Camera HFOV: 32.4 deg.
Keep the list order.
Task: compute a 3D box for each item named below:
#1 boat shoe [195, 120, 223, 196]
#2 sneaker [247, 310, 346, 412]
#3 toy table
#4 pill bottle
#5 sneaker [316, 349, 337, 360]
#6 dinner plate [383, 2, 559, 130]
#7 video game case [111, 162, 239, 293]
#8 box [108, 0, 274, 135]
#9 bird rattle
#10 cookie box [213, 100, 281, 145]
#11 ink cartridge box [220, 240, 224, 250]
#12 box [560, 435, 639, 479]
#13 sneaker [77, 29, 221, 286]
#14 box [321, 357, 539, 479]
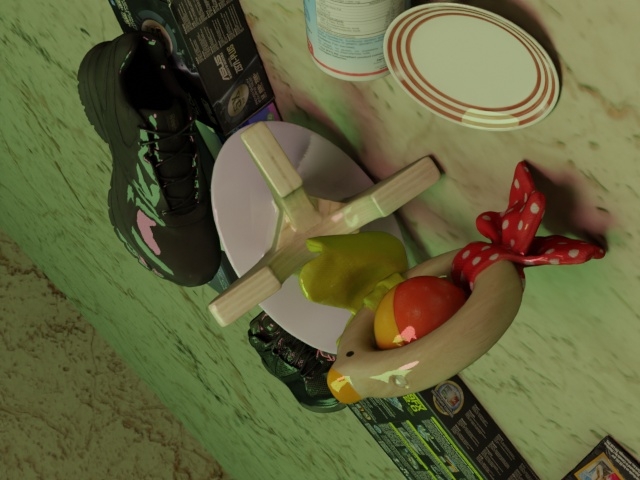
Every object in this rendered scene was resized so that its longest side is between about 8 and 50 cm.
[{"bbox_3d":[-0.187,-0.127,1.347,0.319,0.099,0.116,57,170,34],"label":"boat shoe"},{"bbox_3d":[-0.038,0.176,1.671,0.227,0.087,0.130,33,161,51],"label":"sneaker"},{"bbox_3d":[0.000,0.000,1.104,0.274,0.252,0.161,45,177,-7],"label":"toy table"},{"bbox_3d":[0.028,-0.205,0.856,0.087,0.087,0.160,40,157,26],"label":"pill bottle"},{"bbox_3d":[0.022,0.156,1.553,0.119,0.057,0.047,44,158,11],"label":"sneaker"},{"bbox_3d":[0.117,-0.135,0.848,0.141,0.017,0.141,21,153,11],"label":"dinner plate"},{"bbox_3d":[-0.234,-0.011,1.841,0.274,0.026,0.196,32,154,38],"label":"video game case"},{"bbox_3d":[-0.147,-0.224,1.203,0.147,0.077,0.180,31,152,41],"label":"box"},{"bbox_3d":[0.105,0.056,0.913,0.253,0.207,0.143,-12,119,29],"label":"bird rattle"},{"bbox_3d":[-0.086,-0.134,1.289,0.107,0.040,0.092,32,154,42],"label":"cookie box"},{"bbox_3d":[-0.157,-0.050,1.553,0.150,0.063,0.109,20,145,54],"label":"ink cartridge box"},{"bbox_3d":[0.294,0.348,1.198,0.163,0.142,0.247,44,160,17],"label":"box"},{"bbox_3d":[-0.173,-0.087,1.167,0.130,0.109,0.286,-16,96,60],"label":"sneaker"},{"bbox_3d":[0.143,0.248,1.433,0.270,0.060,0.216,51,154,-5],"label":"box"}]
